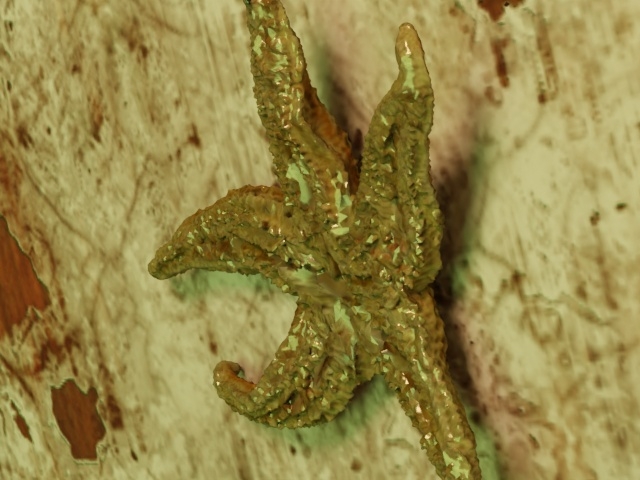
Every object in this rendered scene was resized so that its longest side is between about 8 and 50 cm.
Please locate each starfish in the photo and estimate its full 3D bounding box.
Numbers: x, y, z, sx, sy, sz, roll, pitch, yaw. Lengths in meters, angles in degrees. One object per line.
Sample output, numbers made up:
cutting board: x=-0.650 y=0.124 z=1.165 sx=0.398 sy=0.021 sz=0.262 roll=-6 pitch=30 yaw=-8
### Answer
starfish: x=0.003 y=-0.002 z=0.917 sx=0.299 sy=0.060 sz=0.302 roll=37 pitch=133 yaw=40
